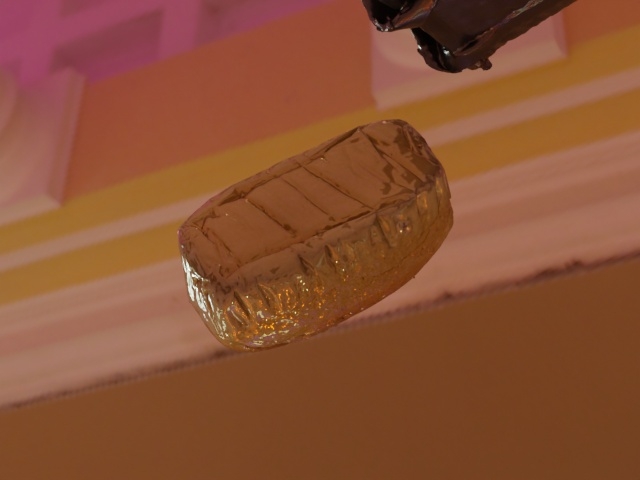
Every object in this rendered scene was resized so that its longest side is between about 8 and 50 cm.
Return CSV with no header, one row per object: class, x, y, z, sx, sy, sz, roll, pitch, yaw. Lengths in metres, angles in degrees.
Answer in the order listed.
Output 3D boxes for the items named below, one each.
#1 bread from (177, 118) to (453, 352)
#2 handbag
bread,0.000,0.000,1.070,0.236,0.106,0.140,-28,-138,-13
handbag,0.105,-0.254,1.009,0.181,0.254,0.181,-31,-114,20
